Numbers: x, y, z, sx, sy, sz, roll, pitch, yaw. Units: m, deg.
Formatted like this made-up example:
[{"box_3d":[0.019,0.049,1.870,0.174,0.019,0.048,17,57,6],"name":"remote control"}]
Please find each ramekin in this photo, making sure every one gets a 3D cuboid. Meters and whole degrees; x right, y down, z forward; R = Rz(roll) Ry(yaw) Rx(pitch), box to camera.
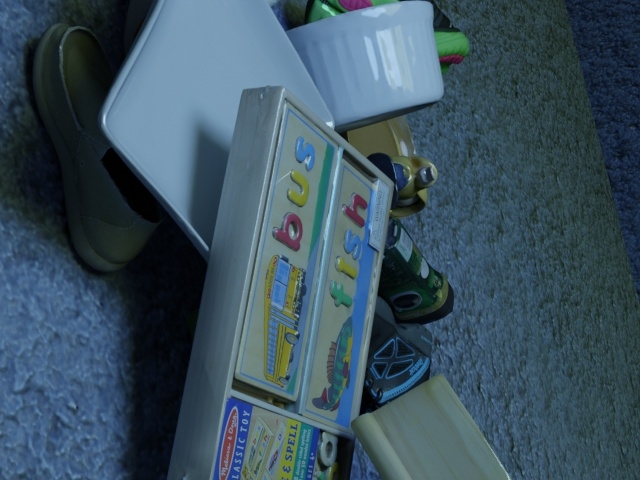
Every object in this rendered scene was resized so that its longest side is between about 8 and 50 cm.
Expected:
[{"box_3d":[0.036,-0.224,1.448,0.277,0.277,0.135,-22,98,-63],"name":"ramekin"}]

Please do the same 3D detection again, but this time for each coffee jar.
[{"box_3d":[0.123,0.053,1.585,0.184,0.096,0.079,48,36,-35],"name":"coffee jar"}]

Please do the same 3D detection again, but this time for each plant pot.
[{"box_3d":[0.093,-0.147,1.724,0.236,0.032,0.236,32,50,-49],"name":"plant pot"}]

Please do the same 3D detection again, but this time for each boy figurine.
[{"box_3d":[0.087,-0.078,1.542,0.285,0.177,0.092,-1,79,-74],"name":"boy figurine"}]

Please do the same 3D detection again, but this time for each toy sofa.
[{"box_3d":[0.126,0.317,1.248,0.150,0.177,0.362,59,-3,31],"name":"toy sofa"}]

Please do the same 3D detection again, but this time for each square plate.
[{"box_3d":[-0.101,-0.124,1.129,0.344,0.049,0.347,57,36,-41],"name":"square plate"}]

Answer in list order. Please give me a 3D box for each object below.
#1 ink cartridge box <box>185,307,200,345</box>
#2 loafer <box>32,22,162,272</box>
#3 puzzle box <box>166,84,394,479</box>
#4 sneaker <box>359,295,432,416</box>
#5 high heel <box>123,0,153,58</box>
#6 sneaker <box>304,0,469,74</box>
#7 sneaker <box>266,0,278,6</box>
[{"box_3d":[-0.072,0.173,1.169,0.109,0.062,0.209,9,62,-60],"name":"ink cartridge box"},{"box_3d":[-0.217,-0.104,1.077,0.102,0.092,0.268,4,68,-63],"name":"loafer"},{"box_3d":[-0.027,0.076,1.111,0.272,0.052,0.409,33,62,-55],"name":"puzzle box"},{"box_3d":[0.054,0.156,1.350,0.341,0.125,0.139,25,54,-50],"name":"sneaker"},{"box_3d":[-0.158,-0.299,1.284,0.181,0.127,0.377,-3,70,-51],"name":"high heel"},{"box_3d":[0.088,-0.373,1.804,0.202,0.185,0.483,55,20,15],"name":"sneaker"},{"box_3d":[-0.082,-0.375,1.569,0.053,0.061,0.152,60,29,-18],"name":"sneaker"}]
